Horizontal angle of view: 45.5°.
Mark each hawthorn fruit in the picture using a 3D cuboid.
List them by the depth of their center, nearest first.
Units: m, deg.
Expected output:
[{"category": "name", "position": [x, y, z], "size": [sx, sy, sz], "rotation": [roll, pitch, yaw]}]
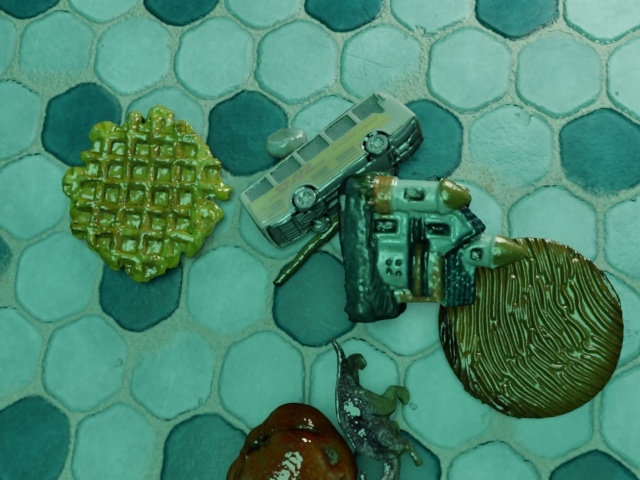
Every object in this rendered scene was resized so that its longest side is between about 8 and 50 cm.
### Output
[{"category": "hawthorn fruit", "position": [-0.020, 0.398, 1.239], "size": [0.243, 0.207, 0.207], "rotation": [45, 85, -8]}]

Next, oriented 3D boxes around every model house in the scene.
[{"category": "model house", "position": [0.188, 0.011, 1.258], "size": [0.291, 0.184, 0.253], "rotation": [0, 93, 15]}]

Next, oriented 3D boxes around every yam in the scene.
[{"category": "yam", "position": [0.000, 0.000, 1.399], "size": [0.234, 0.027, 0.029], "rotation": [-44, 45, -4]}]

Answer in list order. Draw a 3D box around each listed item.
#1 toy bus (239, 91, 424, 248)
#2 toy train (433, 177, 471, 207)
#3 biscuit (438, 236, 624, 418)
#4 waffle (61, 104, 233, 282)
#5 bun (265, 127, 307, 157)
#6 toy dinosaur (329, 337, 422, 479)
[{"category": "toy bus", "position": [0.022, -0.126, 1.385], "size": [0.342, 0.097, 0.138], "rotation": [-39, 56, -3]}, {"category": "toy train", "position": [0.214, -0.043, 1.376], "size": [0.087, 0.050, 0.138], "rotation": [20, 81, 7]}, {"category": "biscuit", "position": [0.364, 0.147, 1.324], "size": [0.317, 0.040, 0.318], "rotation": [-1, 78, 5]}, {"category": "waffle", "position": [-0.334, -0.091, 1.436], "size": [0.302, 0.068, 0.325], "rotation": [-42, 75, -4]}, {"category": "bun", "position": [-0.064, -0.180, 1.428], "size": [0.083, 0.083, 0.045], "rotation": [-18, 117, 2]}, {"category": "toy dinosaur", "position": [0.088, 0.296, 1.255], "size": [0.077, 0.162, 0.294], "rotation": [-37, 74, 30]}]
